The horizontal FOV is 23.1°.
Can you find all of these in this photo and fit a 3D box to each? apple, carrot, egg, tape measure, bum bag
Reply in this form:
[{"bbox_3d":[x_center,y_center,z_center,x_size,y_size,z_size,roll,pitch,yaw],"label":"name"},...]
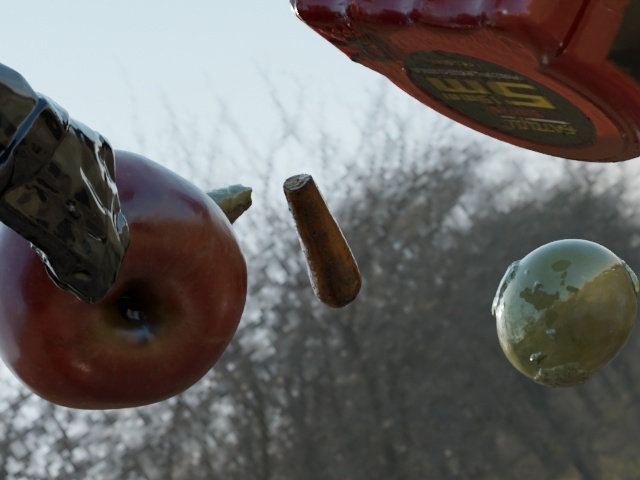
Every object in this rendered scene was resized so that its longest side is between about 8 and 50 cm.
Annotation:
[{"bbox_3d":[-0.208,0.043,1.551,0.260,0.260,0.216,-33,24,-11],"label":"apple"},{"bbox_3d":[0.000,0.000,1.693,0.055,0.161,0.055,-16,28,9],"label":"carrot"},{"bbox_3d":[0.288,0.085,1.834,0.164,0.164,0.201,-28,-24,-35],"label":"egg"},{"bbox_3d":[0.135,-0.152,1.106,0.260,0.253,0.114,31,-102,-41],"label":"tape measure"},{"bbox_3d":[-0.255,-0.084,1.137,0.095,0.144,0.340,-19,-42,37],"label":"bum bag"}]

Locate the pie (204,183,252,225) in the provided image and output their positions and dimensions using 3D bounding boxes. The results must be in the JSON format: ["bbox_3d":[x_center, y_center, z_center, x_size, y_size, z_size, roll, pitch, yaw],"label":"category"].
[{"bbox_3d":[-0.189,0.001,1.783,0.282,0.068,0.128,-25,-11,-44],"label":"pie"}]
